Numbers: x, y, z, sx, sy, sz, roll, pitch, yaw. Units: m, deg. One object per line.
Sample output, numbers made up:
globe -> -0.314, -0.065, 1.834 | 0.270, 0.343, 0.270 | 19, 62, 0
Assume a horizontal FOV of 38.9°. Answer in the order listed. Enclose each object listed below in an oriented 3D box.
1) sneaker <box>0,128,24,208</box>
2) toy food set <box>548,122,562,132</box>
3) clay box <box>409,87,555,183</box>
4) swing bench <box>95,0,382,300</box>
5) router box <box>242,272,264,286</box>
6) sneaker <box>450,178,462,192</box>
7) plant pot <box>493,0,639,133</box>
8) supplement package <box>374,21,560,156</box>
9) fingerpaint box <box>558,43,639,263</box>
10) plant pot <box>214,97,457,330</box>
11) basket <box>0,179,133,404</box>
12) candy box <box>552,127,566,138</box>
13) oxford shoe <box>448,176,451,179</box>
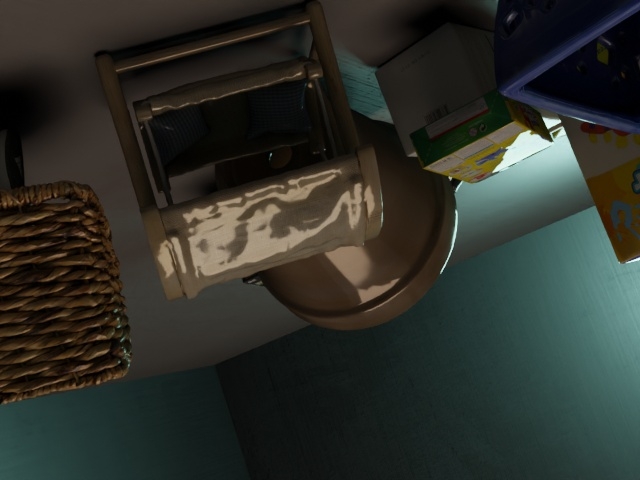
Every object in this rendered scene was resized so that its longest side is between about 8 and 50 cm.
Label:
sneaker -> -0.496, 0.004, 1.135 | 0.257, 0.169, 0.447 | -6, 157, -18
toy food set -> 0.347, -0.211, 1.577 | 0.219, 0.092, 0.306 | -27, 166, 34
clay box -> 0.216, -0.128, 1.165 | 0.127, 0.053, 0.222 | -26, 167, 23
swing bench -> -0.086, -0.092, 1.009 | 0.253, 0.255, 0.165 | -17, 169, -10
router box -> -0.089, 0.057, 1.860 | 0.122, 0.038, 0.092 | -26, 154, 36
sneaker -> 0.196, -0.087, 1.755 | 0.321, 0.127, 0.126 | -23, 164, -28
plant pot -> 0.316, -0.262, 0.896 | 0.236, 0.212, 0.236 | 8, 154, -34
supplement package -> 0.218, -0.205, 1.284 | 0.139, 0.134, 0.244 | -29, 165, 38
fingerpaint box -> 0.482, -0.222, 1.044 | 0.163, 0.371, 0.445 | -12, 166, -31
plant pot -> -0.001, -0.062, 1.274 | 0.323, 0.323, 0.280 | -23, 153, 17
basket -> -0.371, 0.055, 0.999 | 0.299, 0.223, 0.213 | -13, -171, -8
candy box -> 0.587, -0.267, 1.879 | 0.205, 0.027, 0.105 | -19, 171, -1
oxford shoe -> 0.106, -0.130, 1.600 | 0.132, 0.130, 0.363 | 13, -159, 42
